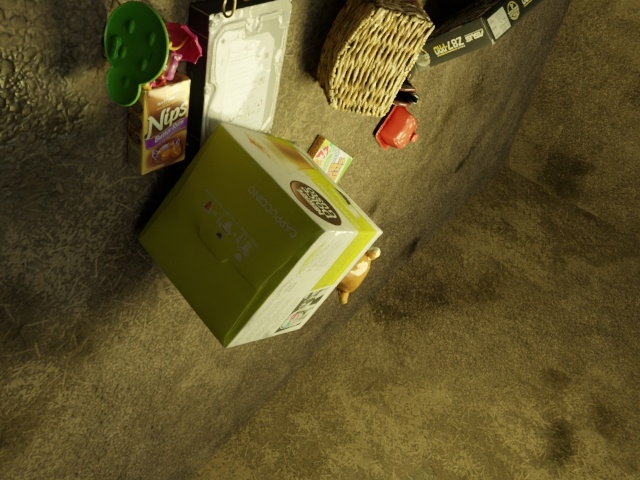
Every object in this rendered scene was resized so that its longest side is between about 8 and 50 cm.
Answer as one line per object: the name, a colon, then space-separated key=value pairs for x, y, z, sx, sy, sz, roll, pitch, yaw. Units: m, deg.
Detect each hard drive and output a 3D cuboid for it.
hard drive: x=-0.178 y=-0.344 z=1.264 sx=0.237 sy=0.064 sz=0.338 roll=-33 pitch=149 yaw=-42

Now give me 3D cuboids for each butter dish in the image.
butter dish: x=0.283 y=-0.378 z=2.056 sx=0.160 sy=0.118 sz=0.160 roll=-55 pitch=157 yaw=2

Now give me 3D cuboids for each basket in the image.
basket: x=0.103 y=-0.499 z=1.500 sx=0.214 sy=0.223 sz=0.299 roll=4 pitch=139 yaw=-25

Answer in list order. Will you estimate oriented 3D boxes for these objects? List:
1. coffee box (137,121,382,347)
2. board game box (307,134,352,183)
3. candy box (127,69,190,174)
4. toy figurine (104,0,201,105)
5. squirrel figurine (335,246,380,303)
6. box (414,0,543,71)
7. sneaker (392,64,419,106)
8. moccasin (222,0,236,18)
coffee box: x=-0.130 y=-0.013 z=1.351 sx=0.338 sy=0.337 sz=0.334 roll=-49 pitch=161 yaw=18
board game box: x=0.022 y=-0.235 z=1.853 sx=0.124 sy=0.039 sz=0.259 roll=-57 pitch=160 yaw=7
candy box: x=-0.317 y=-0.230 z=1.162 sx=0.109 sy=0.053 sz=0.186 roll=-31 pitch=147 yaw=-42
toy figurine: x=-0.278 y=-0.319 z=1.042 sx=0.173 sy=0.130 sz=0.159 roll=-64 pitch=165 yaw=24
squirrel figurine: x=0.000 y=0.000 z=1.691 sx=0.281 sy=0.370 sz=0.397 roll=-58 pitch=158 yaw=7
box: x=0.501 y=-0.692 z=1.838 sx=0.395 sy=0.318 sz=0.097 roll=-44 pitch=114 yaw=-26
sneaker: x=0.250 y=-0.464 z=1.809 sx=0.281 sy=0.162 sz=0.106 roll=-30 pitch=147 yaw=-44
moccasin: x=-0.135 y=-0.481 z=1.038 sx=0.380 sy=0.139 sz=0.147 roll=-39 pitch=114 yaw=-48
